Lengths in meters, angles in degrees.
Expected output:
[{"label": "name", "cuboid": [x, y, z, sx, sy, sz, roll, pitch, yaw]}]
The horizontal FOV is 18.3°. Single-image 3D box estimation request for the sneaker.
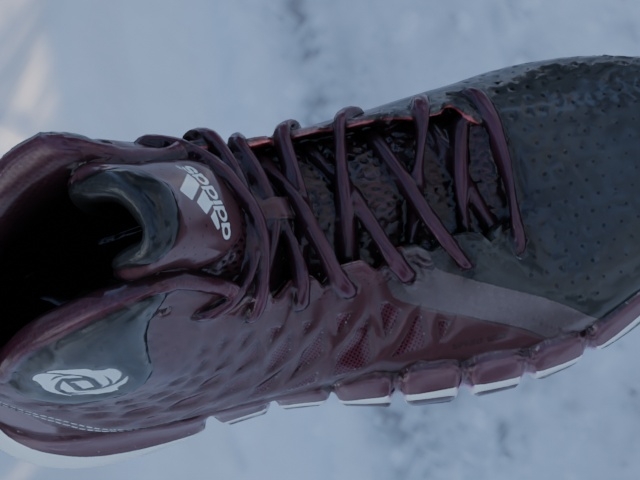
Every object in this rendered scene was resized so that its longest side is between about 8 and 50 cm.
[{"label": "sneaker", "cuboid": [0.000, 0.000, 0.620, 0.281, 0.162, 0.106, -21, 74, 4]}]
